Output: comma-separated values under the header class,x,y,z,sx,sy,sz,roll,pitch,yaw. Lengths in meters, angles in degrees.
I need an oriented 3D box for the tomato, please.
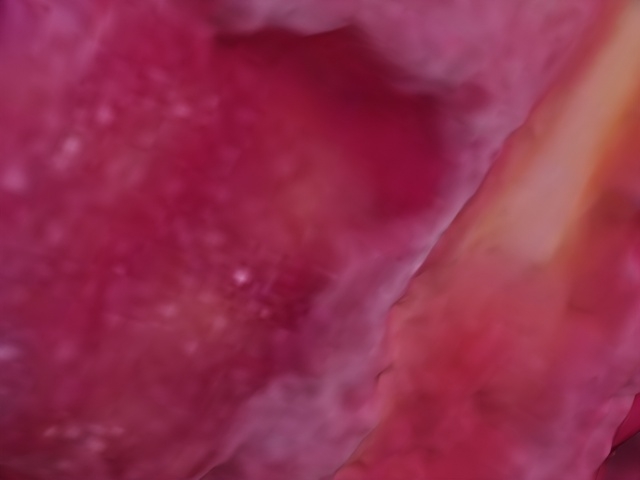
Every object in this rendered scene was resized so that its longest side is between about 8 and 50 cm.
class,x,y,z,sx,sy,sz,roll,pitch,yaw
tomato,-0.005,-0.003,0.508,0.335,0.289,0.176,17,23,-35
